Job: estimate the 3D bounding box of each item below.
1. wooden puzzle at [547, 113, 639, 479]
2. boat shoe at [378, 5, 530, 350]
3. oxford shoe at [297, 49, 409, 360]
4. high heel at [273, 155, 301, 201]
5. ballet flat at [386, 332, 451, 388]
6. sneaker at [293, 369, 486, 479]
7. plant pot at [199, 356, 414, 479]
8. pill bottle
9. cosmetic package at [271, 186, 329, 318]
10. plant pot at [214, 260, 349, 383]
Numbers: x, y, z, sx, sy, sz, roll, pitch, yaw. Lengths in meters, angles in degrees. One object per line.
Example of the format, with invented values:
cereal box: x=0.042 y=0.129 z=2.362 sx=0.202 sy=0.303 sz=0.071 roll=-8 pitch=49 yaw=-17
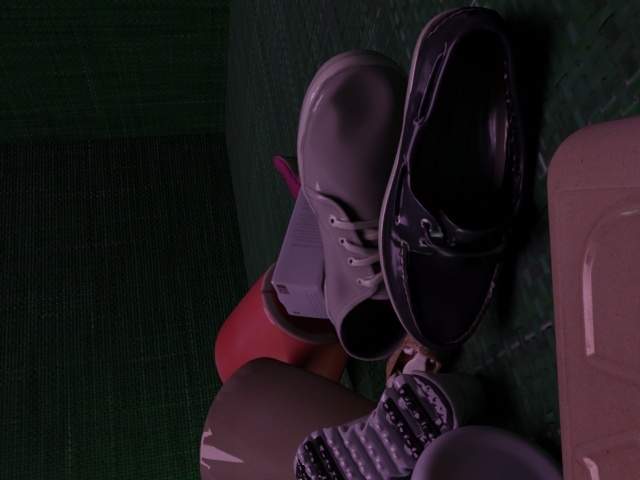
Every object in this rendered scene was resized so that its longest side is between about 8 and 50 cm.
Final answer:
wooden puzzle: x=0.238 y=0.099 z=0.281 sx=0.322 sy=0.081 sz=0.347 roll=-167 pitch=77 yaw=-75
boat shoe: x=0.131 y=-0.040 z=0.543 sx=0.113 sy=0.127 sz=0.339 roll=-101 pitch=18 yaw=-75
oxford shoe: x=0.068 y=-0.014 z=0.739 sx=0.130 sy=0.169 sz=0.449 roll=-108 pitch=11 yaw=-51
high heel: x=-0.059 y=-0.136 z=1.384 sx=0.244 sy=0.082 sz=0.117 roll=27 pitch=113 yaw=59
ballet flat: x=0.119 y=0.177 z=0.776 sx=0.067 sy=0.073 sz=0.206 roll=-51 pitch=-21 yaw=-39
sneaker: x=0.079 y=0.244 z=0.701 sx=0.292 sy=0.118 sz=0.110 roll=-43 pitch=66 yaw=35
plant pot: x=0.006 y=0.325 z=0.887 sx=0.274 sy=0.256 sz=0.256 roll=2 pitch=100 yaw=33
pill bottle: x=0.146 y=0.319 z=0.575 sx=0.153 sy=0.153 sz=0.264 roll=-112 pitch=20 yaw=-49
cosmetic package: x=0.000 y=0.000 z=0.954 sx=0.117 sy=0.086 sz=0.231 roll=68 pitch=-149 yaw=-57
plant pot: x=-0.049 y=0.173 z=1.142 sx=0.243 sy=0.275 sz=0.274 roll=116 pitch=147 yaw=-47
